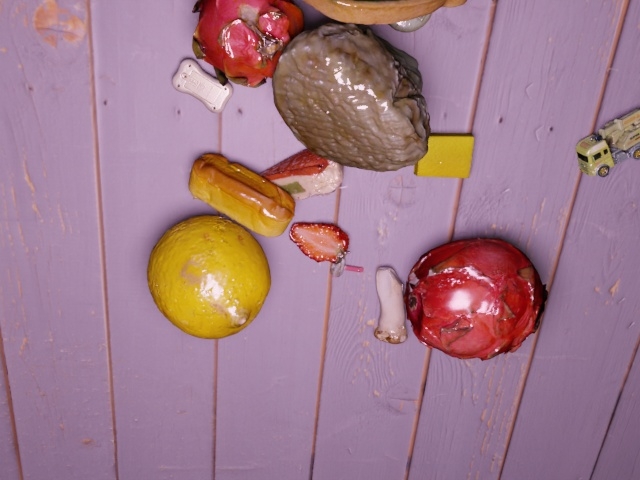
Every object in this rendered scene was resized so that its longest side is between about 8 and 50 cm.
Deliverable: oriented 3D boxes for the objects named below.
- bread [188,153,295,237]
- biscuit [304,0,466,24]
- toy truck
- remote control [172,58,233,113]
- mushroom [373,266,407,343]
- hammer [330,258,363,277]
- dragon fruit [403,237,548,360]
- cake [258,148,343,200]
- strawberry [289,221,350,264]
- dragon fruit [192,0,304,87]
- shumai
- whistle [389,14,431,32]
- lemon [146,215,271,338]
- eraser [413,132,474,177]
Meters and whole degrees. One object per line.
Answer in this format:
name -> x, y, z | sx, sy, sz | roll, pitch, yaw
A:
bread -> -0.169, -0.102, 1.194 | 0.246, 0.102, 0.094 | 30, 134, 2
biscuit -> 0.103, -0.507, 1.001 | 0.344, 0.287, 0.057 | -19, 151, -23
toy truck -> 0.662, -0.223, 1.233 | 0.169, 0.077, 0.100 | -27, 114, 9
remote control -> -0.248, -0.326, 1.159 | 0.122, 0.032, 0.074 | 32, 107, -14
mushroom -> 0.171, 0.160, 1.364 | 0.085, 0.071, 0.209 | 5, 112, 29
hammer -> 0.067, 0.068, 1.342 | 0.084, 0.031, 0.052 | 9, 114, -18
dragon fruit -> 0.344, 0.136, 1.251 | 0.302, 0.295, 0.295 | -7, 113, -14
cake -> -0.048, -0.130, 1.205 | 0.221, 0.116, 0.086 | -27, 117, 6
strawberry -> 0.001, -0.002, 1.299 | 0.152, 0.048, 0.103 | 29, 115, 0
dragon fruit -> -0.134, -0.395, 1.043 | 0.224, 0.227, 0.223 | 2, 115, 4
shumai -> 0.082, -0.322, 1.061 | 0.330, 0.292, 0.288 | 45, 62, -38
whistle -> 0.138, -0.499, 1.099 | 0.198, 0.057, 0.104 | 30, 107, -15
lemon -> -0.236, 0.080, 1.184 | 0.258, 0.310, 0.257 | -16, 126, -23
eraser -> 0.276, -0.192, 1.238 | 0.123, 0.045, 0.097 | 1, 113, -4
